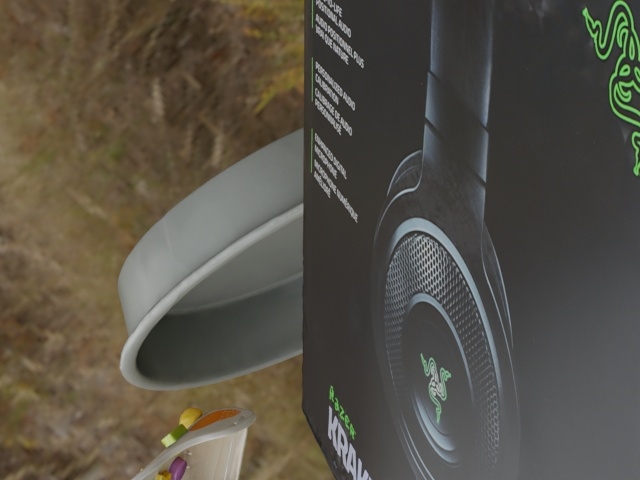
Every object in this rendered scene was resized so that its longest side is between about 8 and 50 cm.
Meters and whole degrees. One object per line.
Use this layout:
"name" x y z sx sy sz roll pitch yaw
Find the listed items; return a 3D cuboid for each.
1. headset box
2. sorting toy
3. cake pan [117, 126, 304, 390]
"headset box" 0.092 -0.010 0.458 0.246 0.131 0.283 -124 30 -54
"sorting toy" -0.075 0.125 0.791 0.044 0.075 0.083 24 118 25
"cake pan" 0.000 0.000 0.998 0.054 0.293 0.293 62 154 17
